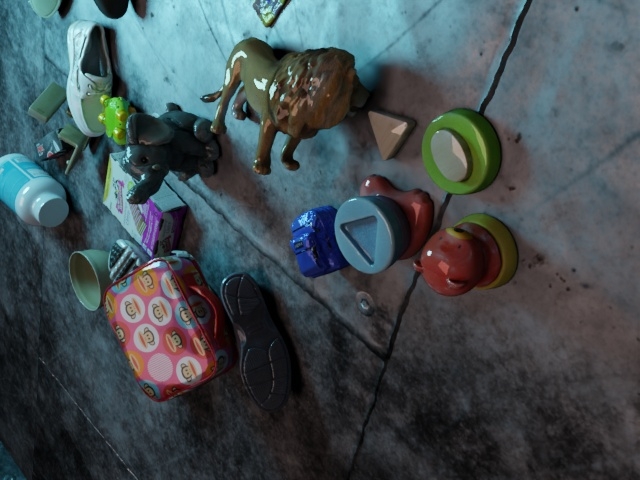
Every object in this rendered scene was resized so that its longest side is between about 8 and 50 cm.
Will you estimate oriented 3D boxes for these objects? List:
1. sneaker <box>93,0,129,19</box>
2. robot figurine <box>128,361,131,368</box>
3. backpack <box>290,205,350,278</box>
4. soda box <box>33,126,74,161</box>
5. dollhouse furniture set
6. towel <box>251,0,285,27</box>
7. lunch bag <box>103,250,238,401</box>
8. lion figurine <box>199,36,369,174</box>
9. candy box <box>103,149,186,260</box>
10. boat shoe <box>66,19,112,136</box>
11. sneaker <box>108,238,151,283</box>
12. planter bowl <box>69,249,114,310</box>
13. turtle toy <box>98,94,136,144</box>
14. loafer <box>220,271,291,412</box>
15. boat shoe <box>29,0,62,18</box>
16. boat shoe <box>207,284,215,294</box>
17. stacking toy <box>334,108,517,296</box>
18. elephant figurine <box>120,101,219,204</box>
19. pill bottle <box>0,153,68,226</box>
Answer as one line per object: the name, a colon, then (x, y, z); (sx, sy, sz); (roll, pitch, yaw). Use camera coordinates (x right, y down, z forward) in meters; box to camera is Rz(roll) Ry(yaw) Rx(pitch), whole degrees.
sneaker: (-0.425, -0.592, 1.661); (0.106, 0.101, 0.267); (32, 127, 33)
robot figurine: (-0.404, 0.266, 1.961); (0.158, 0.128, 0.219); (30, 134, -4)
backpack: (0.000, 0.000, 1.428); (0.098, 0.101, 0.120); (-23, 84, 43)
soda box: (-0.720, -0.262, 2.158); (0.169, 0.053, 0.060); (-12, 96, 50)
dollhouse furniture set: (-0.663, -0.285, 2.016); (0.151, 0.144, 0.123); (31, 138, -11)
towel: (-0.093, -0.430, 1.426); (0.083, 0.009, 0.060); (-40, 74, 48)
lunch bag: (-0.313, 0.179, 1.708); (0.258, 0.120, 0.293); (-29, 84, 28)
lion figurine: (-0.090, -0.271, 1.392); (0.392, 0.142, 0.240); (39, 123, 37)
candy box: (-0.423, -0.087, 1.883); (0.233, 0.071, 0.159); (45, 134, 28)
boat shoe: (-0.540, -0.380, 1.875); (0.096, 0.098, 0.277); (16, 115, 45)
sneaker: (-0.392, 0.117, 1.875); (0.292, 0.118, 0.110); (51, 118, 11)
planter bowl: (-0.578, 0.093, 2.099); (0.162, 0.109, 0.162); (22, 121, 42)
turtle toy: (-0.472, -0.281, 1.864); (0.095, 0.066, 0.130); (42, 133, 29)
loafer: (-0.133, 0.210, 1.679); (0.095, 0.109, 0.302); (178, 75, -86)
boat shoe: (-0.650, -0.638, 1.922); (0.081, 0.068, 0.227); (27, 141, -11)
boat shoe: (-0.304, 0.119, 1.833); (0.190, 0.072, 0.068); (49, 135, 22)
stacking toy: (0.138, -0.059, 1.226); (0.309, 0.130, 0.279); (14, 115, 44)
elephant figurine: (-0.342, -0.183, 1.623); (0.186, 0.239, 0.169); (10, 113, 46)
pill bottle: (-0.823, -0.135, 2.251); (0.264, 0.146, 0.146); (34, 128, 36)
